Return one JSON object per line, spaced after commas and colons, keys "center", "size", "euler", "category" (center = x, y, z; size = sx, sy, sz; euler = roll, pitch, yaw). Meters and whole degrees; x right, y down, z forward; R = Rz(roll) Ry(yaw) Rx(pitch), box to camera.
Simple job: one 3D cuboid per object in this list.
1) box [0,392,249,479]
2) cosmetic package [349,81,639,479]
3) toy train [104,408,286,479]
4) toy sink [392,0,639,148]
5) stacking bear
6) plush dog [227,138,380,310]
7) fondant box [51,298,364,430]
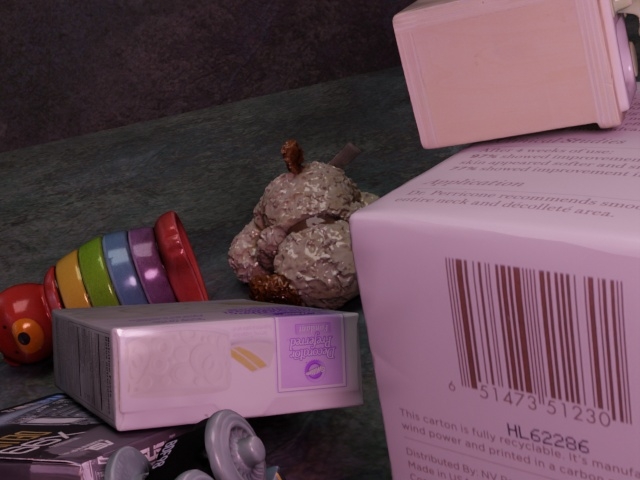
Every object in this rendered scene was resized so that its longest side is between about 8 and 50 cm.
{"center": [-0.239, 0.208, 1.003], "size": [0.243, 0.076, 0.307], "euler": [-2, 1, 22], "category": "box"}
{"center": [0.287, 0.069, 0.891], "size": [0.330, 0.327, 0.394], "euler": [7, 27, 41], "category": "cosmetic package"}
{"center": [-0.096, 0.263, 0.760], "size": [0.142, 0.190, 0.334], "euler": [-23, 14, 16], "category": "toy train"}
{"center": [0.204, -0.169, 0.916], "size": [0.234, 0.131, 0.153], "euler": [-8, 19, 24], "category": "toy sink"}
{"center": [-0.307, 0.080, 1.426], "size": [0.289, 0.175, 0.164], "euler": [-20, 23, -3], "category": "stacking bear"}
{"center": [0.000, 0.000, 1.474], "size": [0.263, 0.210, 0.225], "euler": [-15, 47, -6], "category": "plush dog"}
{"center": [-0.132, 0.117, 1.094], "size": [0.238, 0.096, 0.330], "euler": [-2, 1, -23], "category": "fondant box"}
